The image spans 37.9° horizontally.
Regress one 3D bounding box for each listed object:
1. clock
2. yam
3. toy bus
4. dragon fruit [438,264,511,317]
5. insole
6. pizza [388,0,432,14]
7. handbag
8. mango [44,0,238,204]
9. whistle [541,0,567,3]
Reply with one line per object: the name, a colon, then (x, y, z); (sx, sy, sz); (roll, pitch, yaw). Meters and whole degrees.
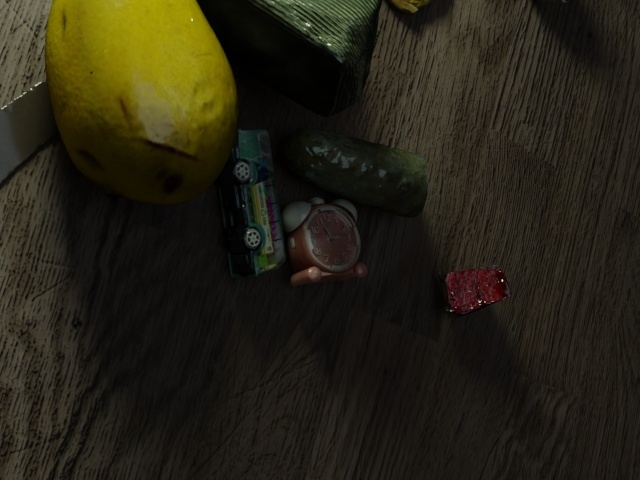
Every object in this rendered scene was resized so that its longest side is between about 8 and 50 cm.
clock: (0.000, 0.000, 1.755); (0.166, 0.093, 0.162); (-4, 82, -37)
yam: (0.074, -0.138, 1.790); (0.330, 0.133, 0.133); (16, 80, -32)
toy bus: (-0.129, -0.067, 1.657); (0.109, 0.091, 0.261); (-12, 98, -43)
dragon fruit: (0.323, 0.106, 1.996); (0.147, 0.096, 0.102); (-11, 85, -6)
insole: (-0.504, -0.143, 1.426); (0.328, 0.007, 0.111); (-43, 115, -29)
pizza: (0.208, -0.563, 1.952); (0.262, 0.034, 0.181); (-7, 92, -37)
handbag: (-0.041, -0.394, 1.590); (0.341, 0.247, 0.240); (31, 66, 7)
mango: (-0.278, -0.275, 1.468); (0.301, 0.220, 0.445); (-4, 90, -30)
whistle: (0.491, -0.673, 2.130); (0.141, 0.141, 0.294); (-28, 88, -34)
